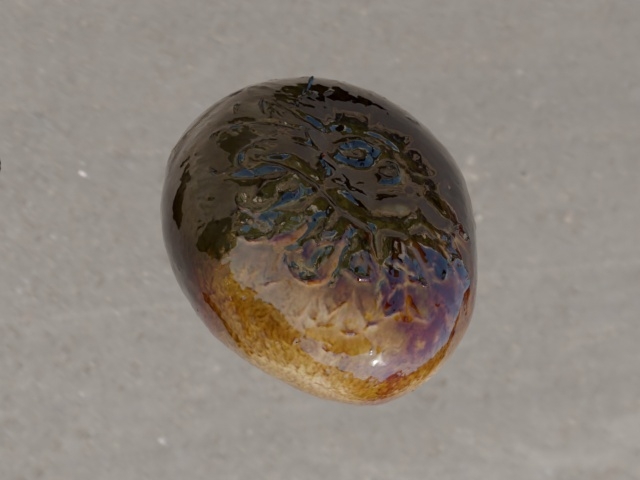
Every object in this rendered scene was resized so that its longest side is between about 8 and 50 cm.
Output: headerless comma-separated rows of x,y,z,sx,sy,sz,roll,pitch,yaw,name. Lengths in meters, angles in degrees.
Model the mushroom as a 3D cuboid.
0.013,-0.006,1.331,0.278,0.297,0.163,24,130,-33,mushroom
